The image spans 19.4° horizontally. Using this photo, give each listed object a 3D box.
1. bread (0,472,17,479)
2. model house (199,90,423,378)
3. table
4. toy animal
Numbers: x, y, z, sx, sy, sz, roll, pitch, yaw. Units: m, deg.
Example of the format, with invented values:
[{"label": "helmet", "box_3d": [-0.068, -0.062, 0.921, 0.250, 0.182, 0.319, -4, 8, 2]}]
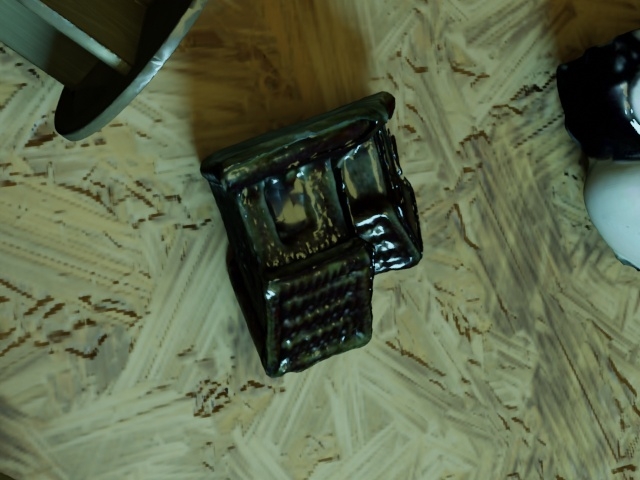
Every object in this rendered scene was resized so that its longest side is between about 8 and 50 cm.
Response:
[{"label": "bread", "box_3d": [-0.227, 0.287, 0.950, 0.279, 0.207, 0.279, -36, 113, -25]}, {"label": "model house", "box_3d": [0.006, -0.003, 1.140, 0.165, 0.106, 0.152, -21, 103, -26]}, {"label": "table", "box_3d": [-0.178, -0.183, 0.990, 0.226, 0.167, 0.167, 35, 75, -21]}, {"label": "toy animal", "box_3d": [0.250, -0.071, 1.277, 0.166, 0.138, 0.179, -19, 99, -14]}]
